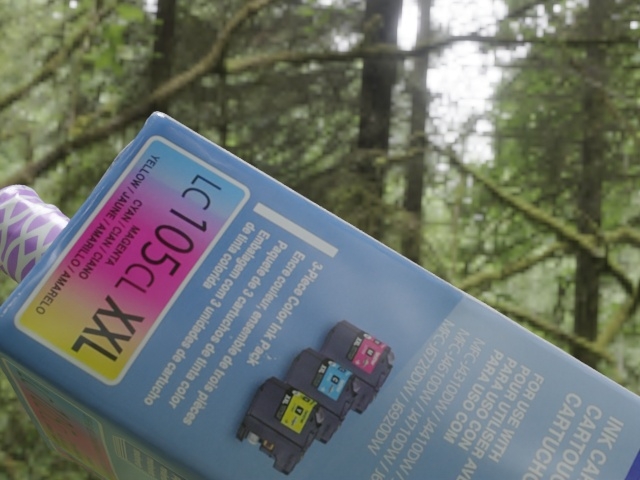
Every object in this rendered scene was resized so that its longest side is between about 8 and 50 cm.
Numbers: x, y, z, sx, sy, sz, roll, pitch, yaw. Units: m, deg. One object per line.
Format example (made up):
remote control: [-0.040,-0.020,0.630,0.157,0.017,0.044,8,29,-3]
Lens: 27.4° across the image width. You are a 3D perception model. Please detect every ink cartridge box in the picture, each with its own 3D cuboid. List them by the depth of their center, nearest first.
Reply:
ink cartridge box: [0.041,0.132,0.704,0.395,0.151,0.270,30,-19,7]

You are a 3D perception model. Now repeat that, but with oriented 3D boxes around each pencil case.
pencil case: [-0.241,0.026,1.264,0.206,0.086,0.088,36,14,25]
